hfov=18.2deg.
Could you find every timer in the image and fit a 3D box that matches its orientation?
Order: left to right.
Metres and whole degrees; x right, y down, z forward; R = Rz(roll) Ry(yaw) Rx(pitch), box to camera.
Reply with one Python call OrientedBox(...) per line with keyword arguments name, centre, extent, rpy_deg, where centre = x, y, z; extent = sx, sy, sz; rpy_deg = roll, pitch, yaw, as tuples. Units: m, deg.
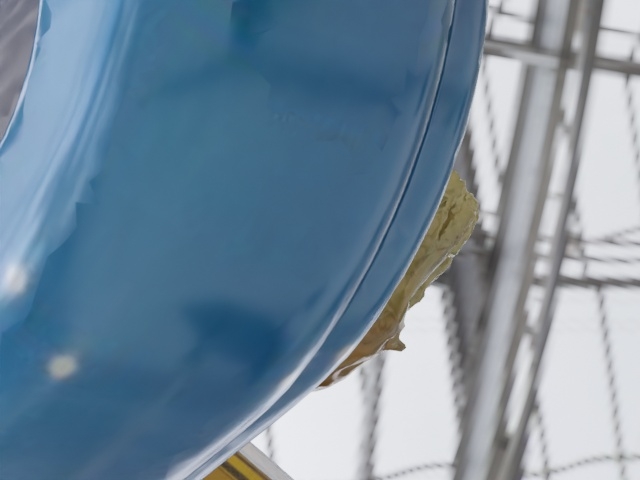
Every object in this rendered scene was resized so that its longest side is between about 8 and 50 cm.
OrientedBox(name="timer", centre=(-0.094, -0.072, 0.504), extent=(0.115, 0.309, 0.340), rpy_deg=(14, -130, -36))

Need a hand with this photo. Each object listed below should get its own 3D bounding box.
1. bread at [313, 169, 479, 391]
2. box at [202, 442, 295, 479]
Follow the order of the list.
OrientedBox(name="bread", centre=(0.007, 0.007, 1.131), extent=(0.174, 0.133, 0.251), rpy_deg=(-47, -35, -13))
OrientedBox(name="box", centre=(-0.070, 0.250, 1.377), extent=(0.301, 0.084, 0.193), rpy_deg=(42, -89, -15))
